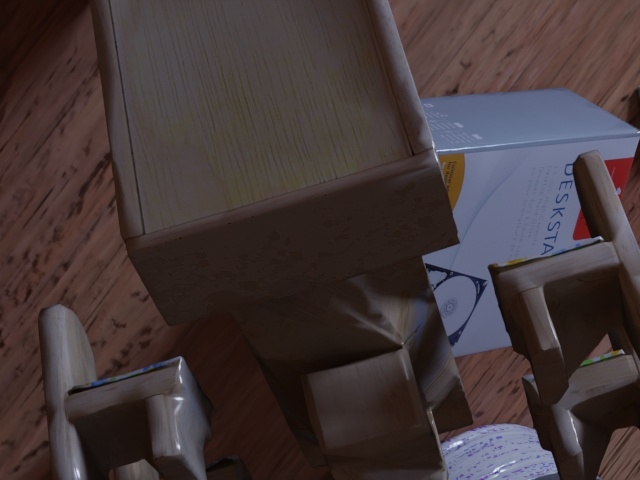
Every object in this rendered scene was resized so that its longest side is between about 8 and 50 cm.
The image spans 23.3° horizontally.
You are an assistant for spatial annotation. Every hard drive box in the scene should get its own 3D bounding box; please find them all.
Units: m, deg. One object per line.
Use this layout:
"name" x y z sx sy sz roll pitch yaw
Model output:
"hard drive box" 0.109 -0.012 1.160 0.232 0.089 0.181 -9 122 -37

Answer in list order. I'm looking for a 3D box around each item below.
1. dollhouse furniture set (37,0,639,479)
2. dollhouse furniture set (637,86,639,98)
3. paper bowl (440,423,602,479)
"dollhouse furniture set" 0.000 0.000 0.951 0.362 0.256 0.394 -16 143 4
"dollhouse furniture set" 0.342 -0.128 1.309 0.152 0.058 0.076 -36 134 -18
"paper bowl" 0.154 0.315 1.365 0.284 0.148 0.284 -20 126 -30
